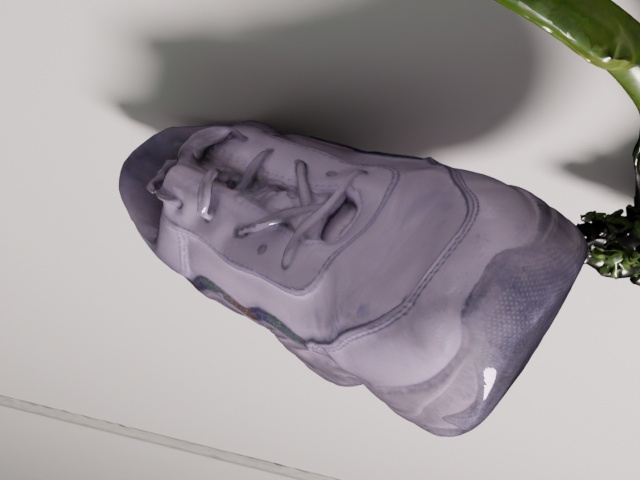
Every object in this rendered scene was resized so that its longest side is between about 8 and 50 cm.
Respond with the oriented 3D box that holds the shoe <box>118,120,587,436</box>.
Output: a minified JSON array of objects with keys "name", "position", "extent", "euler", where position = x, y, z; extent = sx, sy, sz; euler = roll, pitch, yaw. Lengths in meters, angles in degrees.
[{"name":"shoe","position":[0.000,0.000,0.532],"extent":[0.138,0.095,0.245],"euler":[32,171,-16]}]

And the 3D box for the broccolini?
[{"name":"broccolini","position":[0.090,-0.042,0.486],"extent":[0.271,0.062,0.123],"euler":[36,146,-29]}]
